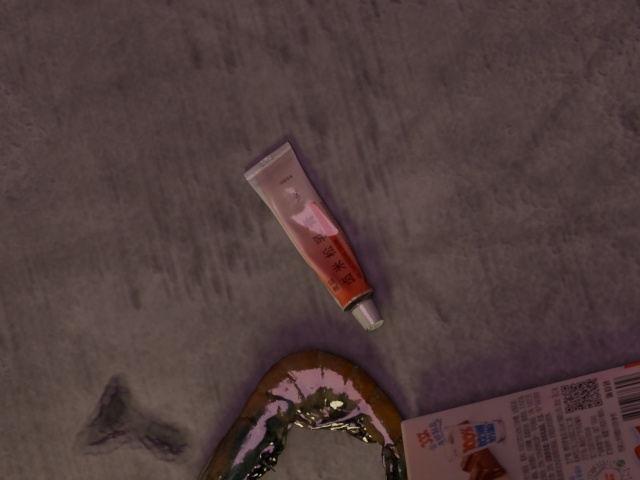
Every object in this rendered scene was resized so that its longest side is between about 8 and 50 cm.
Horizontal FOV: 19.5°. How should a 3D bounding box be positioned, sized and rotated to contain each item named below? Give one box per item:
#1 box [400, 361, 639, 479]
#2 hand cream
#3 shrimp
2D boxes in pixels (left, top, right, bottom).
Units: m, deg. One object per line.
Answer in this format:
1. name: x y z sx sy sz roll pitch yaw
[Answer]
1. box: 0.219 0.256 1.772 0.264 0.048 0.273 -14 46 10
2. hand cream: 0.001 0.000 1.920 0.052 0.038 0.216 -30 78 -18
3. shrimp: -0.020 0.249 1.907 0.198 0.051 0.262 39 93 10
